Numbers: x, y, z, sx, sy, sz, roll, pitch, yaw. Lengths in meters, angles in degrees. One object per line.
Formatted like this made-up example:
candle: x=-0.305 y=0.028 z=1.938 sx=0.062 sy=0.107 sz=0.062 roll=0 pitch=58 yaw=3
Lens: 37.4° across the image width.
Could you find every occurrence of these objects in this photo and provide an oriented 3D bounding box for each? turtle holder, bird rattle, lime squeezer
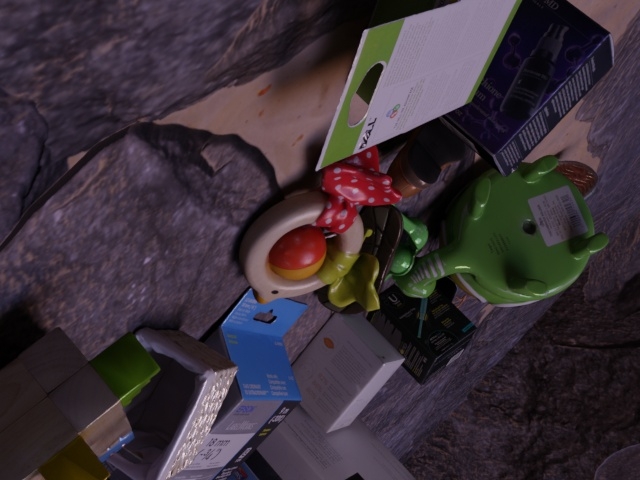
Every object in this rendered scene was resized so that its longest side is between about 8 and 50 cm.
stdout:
turtle holder: x=0.306 y=0.020 z=1.622 sx=0.320 sy=0.243 sz=0.227 roll=-51 pitch=-177 yaw=-20
bird rattle: x=0.000 y=0.000 z=1.185 sx=0.207 sy=0.143 sz=0.253 roll=-21 pitch=150 yaw=-15
lime squeezer: x=0.118 y=0.023 z=1.530 sx=0.110 sy=0.059 sz=0.310 roll=-32 pitch=156 yaw=-31

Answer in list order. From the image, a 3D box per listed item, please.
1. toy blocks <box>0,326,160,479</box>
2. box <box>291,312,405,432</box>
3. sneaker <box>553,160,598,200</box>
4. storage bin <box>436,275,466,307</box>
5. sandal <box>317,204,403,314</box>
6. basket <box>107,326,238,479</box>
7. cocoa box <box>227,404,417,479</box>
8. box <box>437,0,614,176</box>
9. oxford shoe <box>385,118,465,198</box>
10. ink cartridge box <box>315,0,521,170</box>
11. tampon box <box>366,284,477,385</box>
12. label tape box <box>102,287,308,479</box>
toy blocks: x=-0.339 y=0.244 z=0.965 sx=0.381 sy=0.190 sz=0.261 roll=-38 pitch=169 yaw=-19
box: x=0.038 y=0.227 z=1.653 sx=0.170 sy=0.130 sz=0.091 roll=-51 pitch=157 yaw=17
sneaker: x=0.420 y=-0.056 z=1.888 sx=0.302 sy=0.108 sz=0.121 roll=-28 pitch=155 yaw=-19
storage bin: x=0.247 y=0.073 z=1.823 sx=0.091 sy=0.098 sz=0.135 roll=-45 pitch=162 yaw=-30
sandal: x=0.066 y=0.026 z=1.433 sx=0.060 sy=0.090 sz=0.219 roll=-53 pitch=167 yaw=-57
basket: x=-0.192 y=0.201 z=1.170 sx=0.167 sy=0.113 sz=0.103 roll=-63 pitch=162 yaw=8
cocoa box: x=-0.009 y=0.454 z=1.682 sx=0.228 sy=0.347 sz=0.231 roll=-54 pitch=158 yaw=23
box: x=0.244 y=-0.211 z=1.198 sx=0.207 sy=0.153 sz=0.108 roll=-48 pitch=158 yaw=5
oxford shoe: x=0.135 y=-0.113 z=1.281 sx=0.076 sy=0.076 sz=0.212 roll=-36 pitch=-178 yaw=36
ink cartridge box: x=0.082 y=-0.205 z=0.989 sx=0.255 sy=0.097 sz=0.188 roll=-27 pitch=153 yaw=-36
tampon box: x=0.184 y=0.161 z=1.758 sx=0.120 sy=0.161 sz=0.101 roll=-30 pitch=155 yaw=-32
label tape box: x=-0.136 y=0.237 z=1.385 sx=0.333 sy=0.106 sz=0.241 roll=-47 pitch=160 yaw=6
